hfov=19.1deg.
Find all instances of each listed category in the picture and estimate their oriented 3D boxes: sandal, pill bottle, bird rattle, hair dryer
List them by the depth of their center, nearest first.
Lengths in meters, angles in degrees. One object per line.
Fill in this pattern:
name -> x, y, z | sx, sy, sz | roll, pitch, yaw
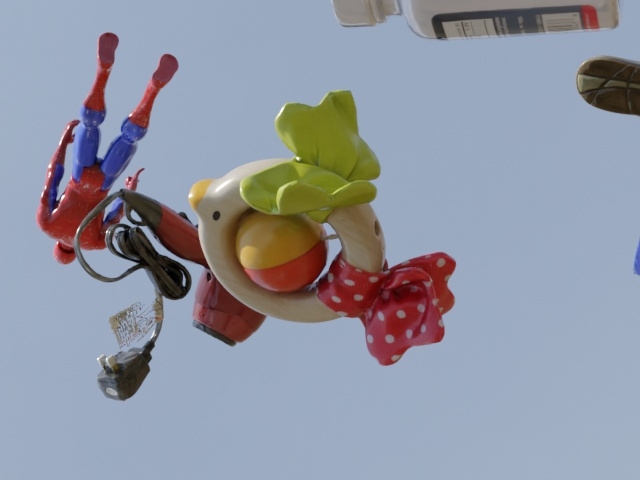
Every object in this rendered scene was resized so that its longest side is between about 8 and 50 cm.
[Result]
pill bottle -> 0.099, -0.182, 1.214 | 0.108, 0.180, 0.108 | -2, -90, -78
bird rattle -> 0.000, 0.000, 1.646 | 0.253, 0.207, 0.143 | 60, -145, -36
hair dryer -> -0.105, 0.017, 1.855 | 0.293, 0.080, 0.224 | -36, -40, -36
sandal -> 0.345, -0.144, 1.909 | 0.049, 0.180, 0.072 | -46, -26, -64

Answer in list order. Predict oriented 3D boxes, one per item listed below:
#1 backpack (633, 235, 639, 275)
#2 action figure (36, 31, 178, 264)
backpack -> 0.384, -0.001, 1.920 | 0.120, 0.101, 0.098 | -21, -46, -50
action figure -> -0.209, -0.096, 1.865 | 0.139, 0.091, 0.280 | -77, 11, -51
